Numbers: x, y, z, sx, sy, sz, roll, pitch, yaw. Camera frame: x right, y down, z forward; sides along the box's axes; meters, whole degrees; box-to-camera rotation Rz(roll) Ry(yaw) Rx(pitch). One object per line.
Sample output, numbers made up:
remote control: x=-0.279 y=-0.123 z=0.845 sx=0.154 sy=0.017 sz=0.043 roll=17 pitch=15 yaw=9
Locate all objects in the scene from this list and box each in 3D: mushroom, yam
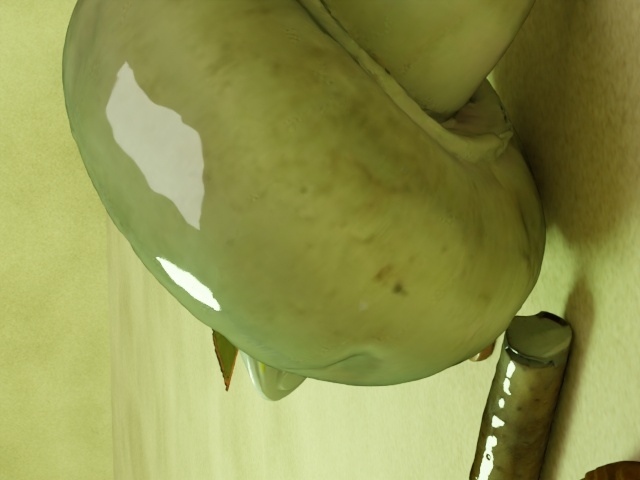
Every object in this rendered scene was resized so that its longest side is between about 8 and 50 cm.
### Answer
mushroom: x=-0.014 y=-0.086 z=0.997 sx=0.315 sy=0.315 sz=0.356 roll=-117 pitch=12 yaw=-57
yam: x=0.117 y=0.151 z=1.108 sx=0.046 sy=0.046 sz=0.264 roll=-110 pitch=20 yaw=-46

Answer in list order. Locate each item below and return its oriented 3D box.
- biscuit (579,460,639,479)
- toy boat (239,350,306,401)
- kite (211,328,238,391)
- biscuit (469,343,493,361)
biscuit: x=0.178 y=0.272 z=0.912 sx=0.318 sy=0.040 sz=0.318 roll=174 pitch=90 yaw=-78
toy boat: x=-0.013 y=-0.011 z=1.417 sx=0.141 sy=0.141 sz=0.269 roll=116 pitch=148 yaw=-67
kite: x=-0.065 y=-0.054 z=1.535 sx=0.327 sy=0.013 sz=0.377 roll=-60 pitch=-26 yaw=-69
biscuit: x=0.101 y=0.036 z=1.190 sx=0.078 sy=0.015 sz=0.091 roll=-119 pitch=26 yaw=-59
